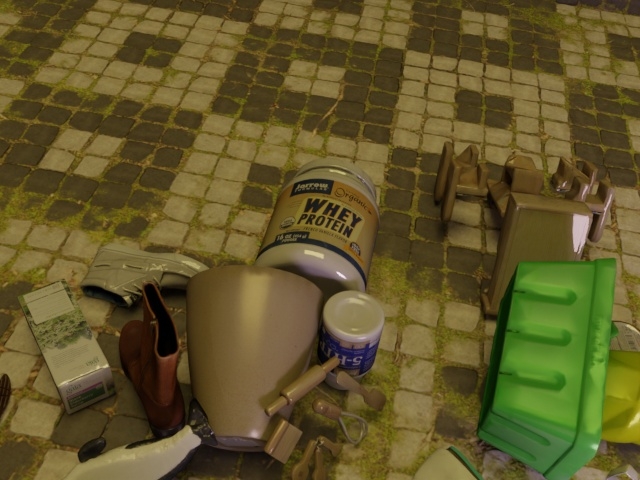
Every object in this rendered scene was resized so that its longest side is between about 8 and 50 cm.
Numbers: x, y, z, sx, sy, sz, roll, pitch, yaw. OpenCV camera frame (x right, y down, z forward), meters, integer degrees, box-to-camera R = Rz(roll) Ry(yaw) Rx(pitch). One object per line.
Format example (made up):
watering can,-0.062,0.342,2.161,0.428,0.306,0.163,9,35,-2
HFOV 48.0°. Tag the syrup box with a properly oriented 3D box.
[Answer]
syrup box,-0.469,0.192,1.329,0.093,0.096,0.237,-23,53,-24

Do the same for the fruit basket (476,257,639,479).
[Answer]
fruit basket,0.487,0.246,1.275,0.391,0.283,0.392,0,58,0

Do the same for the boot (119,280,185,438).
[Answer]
boot,-0.301,0.174,1.238,0.096,0.281,0.264,-9,48,-16

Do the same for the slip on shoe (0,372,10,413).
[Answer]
slip on shoe,-0.580,0.293,1.253,0.041,0.051,0.136,-5,52,5

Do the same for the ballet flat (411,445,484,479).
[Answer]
ballet flat,0.269,0.468,1.087,0.139,0.139,0.400,-18,27,-23

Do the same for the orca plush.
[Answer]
orca plush,-0.310,0.358,1.177,0.287,0.102,0.151,-42,99,-5

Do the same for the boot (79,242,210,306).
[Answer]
boot,-0.354,0.089,1.460,0.258,0.095,0.124,9,51,13

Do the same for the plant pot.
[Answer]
plant pot,-0.128,0.222,1.269,0.256,0.256,0.274,5,63,-2

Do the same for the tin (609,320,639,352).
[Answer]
tin,0.585,0.212,1.488,0.189,0.040,0.106,2,42,-5

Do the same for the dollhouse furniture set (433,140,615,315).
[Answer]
dollhouse furniture set,0.454,-0.028,1.628,0.361,0.257,0.394,8,24,-1

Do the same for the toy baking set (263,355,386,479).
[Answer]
toy baking set,0.006,0.302,1.233,0.256,0.197,0.030,-37,29,-31

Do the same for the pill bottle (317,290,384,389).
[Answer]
pill bottle,0.051,0.192,1.332,0.111,0.187,0.112,3,45,-4

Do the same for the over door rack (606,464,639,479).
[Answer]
over door rack,0.578,0.527,1.131,0.324,0.108,0.239,32,50,23

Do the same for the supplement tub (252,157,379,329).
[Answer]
supplement tub,0.000,0.000,1.485,0.228,0.228,0.316,11,46,4
